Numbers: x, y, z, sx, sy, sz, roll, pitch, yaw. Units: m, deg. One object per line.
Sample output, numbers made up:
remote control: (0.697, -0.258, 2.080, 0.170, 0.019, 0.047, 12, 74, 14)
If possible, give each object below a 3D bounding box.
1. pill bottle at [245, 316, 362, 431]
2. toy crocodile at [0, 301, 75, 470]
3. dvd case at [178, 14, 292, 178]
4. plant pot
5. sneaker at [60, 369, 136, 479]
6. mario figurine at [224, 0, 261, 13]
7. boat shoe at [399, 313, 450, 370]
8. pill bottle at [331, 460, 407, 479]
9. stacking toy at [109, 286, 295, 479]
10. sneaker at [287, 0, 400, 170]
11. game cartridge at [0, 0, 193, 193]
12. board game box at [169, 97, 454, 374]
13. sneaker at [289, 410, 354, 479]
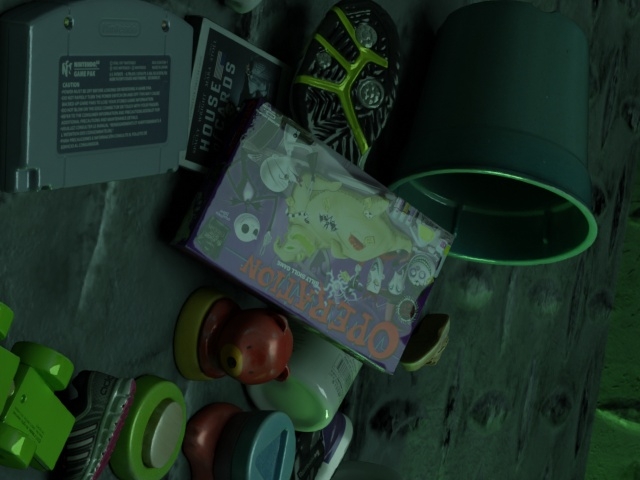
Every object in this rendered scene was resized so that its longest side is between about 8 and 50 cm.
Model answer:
pill bottle: (0.001, 0.142, 1.930, 0.229, 0.131, 0.131, -57, 146, -40)
toy crocodile: (-0.327, 0.130, 1.315, 0.340, 0.105, 0.115, 61, 45, -59)
dvd case: (-0.112, -0.160, 1.719, 0.239, 0.030, 0.179, 18, 82, -64)
plant pot: (0.288, -0.180, 2.223, 0.341, 0.341, 0.334, 50, 46, -57)
sneaker: (-0.261, 0.210, 1.509, 0.063, 0.075, 0.170, -57, 172, -71)
mario figurine: (-0.089, -0.395, 1.633, 0.198, 0.170, 0.320, 64, 13, 9)
boat shoe: (0.186, 0.187, 2.399, 0.170, 0.063, 0.059, -43, 130, -52)
pill bottle: (0.047, 0.516, 2.082, 0.188, 0.188, 0.333, -35, 129, -56)
stacking toy: (-0.121, 0.246, 1.720, 0.279, 0.130, 0.308, -49, 140, -48)
sneaker: (-0.001, -0.138, 1.846, 0.145, 0.147, 0.384, 17, 84, -20)
game cartridge: (-0.232, -0.159, 1.452, 0.294, 0.060, 0.196, -14, 114, -62)
board game box: (0.000, 0.000, 1.728, 0.347, 0.056, 0.208, 33, 78, -30)
sneaker: (-0.057, 0.337, 1.944, 0.124, 0.107, 0.283, 49, 50, -40)
